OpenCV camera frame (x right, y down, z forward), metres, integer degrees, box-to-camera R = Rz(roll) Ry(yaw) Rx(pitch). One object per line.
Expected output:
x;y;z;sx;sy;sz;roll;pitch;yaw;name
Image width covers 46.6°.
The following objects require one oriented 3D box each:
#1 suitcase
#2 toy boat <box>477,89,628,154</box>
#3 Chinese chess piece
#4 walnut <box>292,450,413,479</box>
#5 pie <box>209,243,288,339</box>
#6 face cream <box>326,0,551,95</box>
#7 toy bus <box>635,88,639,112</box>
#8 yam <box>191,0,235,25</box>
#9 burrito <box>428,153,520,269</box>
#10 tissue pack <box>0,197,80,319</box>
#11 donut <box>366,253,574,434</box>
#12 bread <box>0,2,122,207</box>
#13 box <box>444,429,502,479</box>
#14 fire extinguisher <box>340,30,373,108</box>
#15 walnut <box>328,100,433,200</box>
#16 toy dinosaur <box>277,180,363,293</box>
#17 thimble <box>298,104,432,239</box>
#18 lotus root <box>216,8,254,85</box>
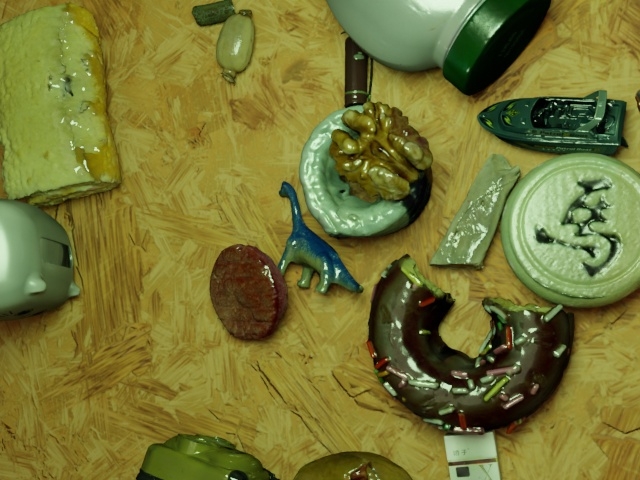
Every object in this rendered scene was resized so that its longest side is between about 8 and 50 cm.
-0.195;0.430;1.313;0.235;0.194;0.143;14;81;19;suitcase
0.382;-0.198;1.232;0.246;0.103;0.093;8;63;24;toy boat
0.417;-0.016;1.192;0.250;0.101;0.250;-2;82;14;Chinese chess piece
0.046;0.429;1.268;0.245;0.137;0.137;-11;82;21;walnut
-0.136;0.095;1.368;0.182;0.050;0.182;8;103;36;pie
0.184;-0.435;1.252;0.357;0.219;0.312;45;99;16;face cream
0.615;-0.107;1.118;0.143;0.153;0.329;-30;75;15;toy bus
-0.208;-0.453;1.476;0.094;0.043;0.043;-8;83;16;yam
0.272;-0.041;1.271;0.087;0.060;0.226;26;94;19;burrito
-0.604;0.038;1.411;0.236;0.333;0.229;-1;84;-2;tissue pack
0.222;0.185;1.231;0.345;0.136;0.259;20;88;20;donut
-0.532;-0.266;1.501;0.237;0.165;0.375;-12;82;21;bread
0.261;0.398;1.245;0.084;0.040;0.154;-10;83;18;box
0.067;-0.323;1.374;0.064;0.043;0.158;2;85;-12;fire extinguisher
0.091;-0.148;1.182;0.170;0.069;0.143;37;95;19;walnut
0.000;0.000;1.341;0.248;0.075;0.188;14;93;41;toy dinosaur
0.074;-0.107;1.295;0.237;0.150;0.237;-1;86;15;thimble
-0.166;-0.378;1.443;0.073;0.062;0.150;14;92;17;lotus root
